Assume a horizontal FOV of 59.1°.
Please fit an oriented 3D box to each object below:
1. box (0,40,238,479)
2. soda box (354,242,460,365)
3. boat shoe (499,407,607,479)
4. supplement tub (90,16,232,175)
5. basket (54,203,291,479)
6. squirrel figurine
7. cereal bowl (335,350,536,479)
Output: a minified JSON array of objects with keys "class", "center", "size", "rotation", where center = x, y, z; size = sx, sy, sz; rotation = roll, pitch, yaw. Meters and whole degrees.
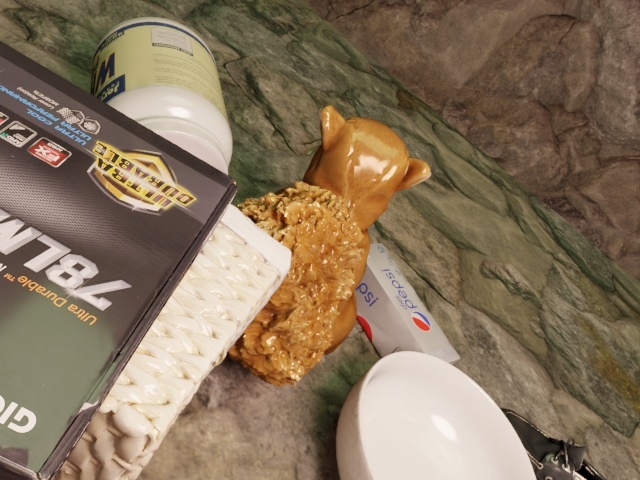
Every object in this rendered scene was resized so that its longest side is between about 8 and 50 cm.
[{"class":"box","center":[-0.248,-0.016,0.413],"size":[0.295,0.073,0.293],"rotation":[31,42,-7]},{"class":"soda box","center":[0.140,0.144,1.107],"size":[0.091,0.098,0.286],"rotation":[-2,52,-46]},{"class":"boat shoe","center":[0.472,0.437,1.070],"size":[0.340,0.113,0.127],"rotation":[48,36,13]},{"class":"supplement tub","center":[-0.283,-0.215,1.000],"size":[0.235,0.235,0.325],"rotation":[13,42,-33]},{"class":"basket","center":[-0.271,0.084,0.604],"size":[0.328,0.331,0.266],"rotation":[37,40,-3]},{"class":"squirrel figurine","center":[0.000,0.000,0.843],"size":[0.281,0.371,0.397],"rotation":[34,20,-4]},{"class":"cereal bowl","center":[0.158,0.347,0.856],"size":[0.338,0.141,0.339],"rotation":[25,36,-20]}]
